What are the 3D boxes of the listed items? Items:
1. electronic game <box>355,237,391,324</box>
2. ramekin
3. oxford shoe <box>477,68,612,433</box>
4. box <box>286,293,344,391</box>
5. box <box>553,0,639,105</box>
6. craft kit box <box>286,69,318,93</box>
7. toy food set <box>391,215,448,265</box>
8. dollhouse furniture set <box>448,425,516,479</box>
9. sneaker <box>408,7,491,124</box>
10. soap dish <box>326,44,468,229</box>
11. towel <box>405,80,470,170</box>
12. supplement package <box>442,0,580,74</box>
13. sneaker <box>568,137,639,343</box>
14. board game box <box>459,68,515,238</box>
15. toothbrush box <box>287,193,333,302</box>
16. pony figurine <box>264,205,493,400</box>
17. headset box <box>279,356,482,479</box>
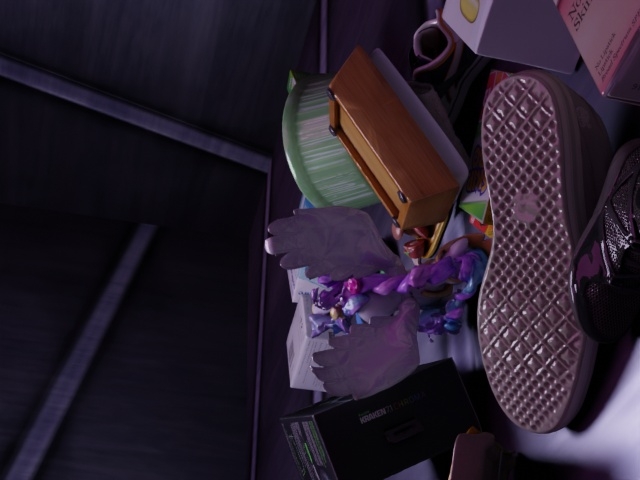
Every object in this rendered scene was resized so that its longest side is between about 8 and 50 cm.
[{"bbox_3d":[0.117,0.107,1.890,0.229,0.048,0.229,-171,90,-78],"label":"electronic game"},{"bbox_3d":[0.074,-0.208,1.719,0.148,0.303,0.303,-10,67,37],"label":"ramekin"},{"bbox_3d":[0.285,0.017,1.040,0.169,0.130,0.449,4,99,46],"label":"oxford shoe"},{"bbox_3d":[-0.009,0.266,2.189,0.181,0.119,0.182,-100,22,-55],"label":"box"},{"bbox_3d":[0.350,-0.263,0.890,0.232,0.127,0.148,-95,18,-46],"label":"box"},{"bbox_3d":[0.054,-0.335,2.002,0.250,0.247,0.061,-107,29,-64],"label":"craft kit box"},{"bbox_3d":[0.184,-0.036,1.622,0.128,0.071,0.218,-100,22,-55],"label":"toy food set"},{"bbox_3d":[0.144,0.392,1.072,0.197,0.151,0.301,48,-131,-58],"label":"dollhouse furniture set"},{"bbox_3d":[0.215,-0.314,1.551,0.321,0.127,0.126,114,159,-56],"label":"sneaker"},{"bbox_3d":[0.122,-0.164,1.449,0.291,0.118,0.229,57,174,12],"label":"soap dish"},{"bbox_3d":[0.185,-0.203,1.539,0.187,0.049,0.282,58,174,-20],"label":"towel"},{"bbox_3d":[0.287,-0.367,1.191,0.203,0.149,0.194,-103,24,-61],"label":"supplement package"},{"bbox_3d":[0.332,0.011,0.882,0.130,0.087,0.227,-105,31,-76],"label":"sneaker"},{"bbox_3d":[0.279,-0.141,1.361,0.124,0.039,0.259,-120,37,-72],"label":"board game box"},{"bbox_3d":[0.000,0.000,2.314,0.216,0.126,0.295,-103,23,-59],"label":"toothbrush box"},{"bbox_3d":[0.098,0.088,1.365,0.363,0.351,0.302,126,127,-69],"label":"pony figurine"},{"bbox_3d":[0.091,0.300,1.369,0.131,0.246,0.283,68,162,7],"label":"headset box"}]
